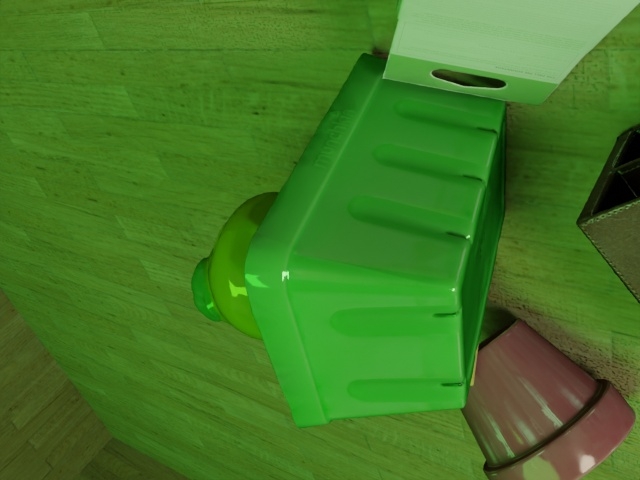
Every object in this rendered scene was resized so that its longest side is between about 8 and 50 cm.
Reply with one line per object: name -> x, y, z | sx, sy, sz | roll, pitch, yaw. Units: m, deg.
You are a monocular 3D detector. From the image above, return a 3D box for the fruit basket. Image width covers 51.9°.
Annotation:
fruit basket -> 0.000, 0.000, 0.718 | 0.392, 0.392, 0.282 | 17, 139, 31

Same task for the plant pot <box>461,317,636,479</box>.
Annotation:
plant pot -> 0.268, 0.211, 0.863 | 0.180, 0.201, 0.201 | 52, 147, 12

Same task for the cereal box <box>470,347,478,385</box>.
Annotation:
cereal box -> 0.110, 0.103, 0.901 | 0.047, 0.172, 0.240 | 25, 158, -37

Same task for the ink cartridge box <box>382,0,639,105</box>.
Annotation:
ink cartridge box -> 0.150, -0.193, 0.562 | 0.171, 0.056, 0.235 | 11, 173, 1

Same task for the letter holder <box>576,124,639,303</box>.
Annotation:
letter holder -> 0.408, 0.019, 0.543 | 0.302, 0.152, 0.214 | 48, 143, -10
